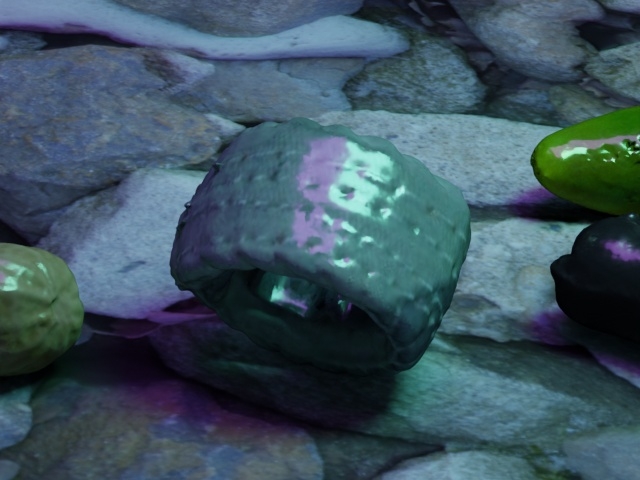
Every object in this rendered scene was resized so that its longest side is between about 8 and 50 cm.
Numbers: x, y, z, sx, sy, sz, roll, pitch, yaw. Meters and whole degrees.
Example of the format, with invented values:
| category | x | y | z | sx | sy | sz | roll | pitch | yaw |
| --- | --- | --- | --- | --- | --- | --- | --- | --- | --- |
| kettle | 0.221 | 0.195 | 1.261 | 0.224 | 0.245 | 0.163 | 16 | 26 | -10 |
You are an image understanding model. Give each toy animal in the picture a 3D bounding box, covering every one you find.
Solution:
| category | x | y | z | sx | sy | sz | roll | pitch | yaw |
| --- | --- | --- | --- | --- | --- | --- | --- | --- | --- |
| toy animal | 0.368 | 0.065 | 1.750 | 0.343 | 0.106 | 0.168 | 25 | 25 | 38 |

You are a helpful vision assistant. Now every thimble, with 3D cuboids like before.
| category | x | y | z | sx | sy | sz | roll | pitch | yaw |
| --- | --- | --- | --- | --- | --- | --- | --- | --- | --- |
| thimble | 0.000 | 0.000 | 1.699 | 0.250 | 0.205 | 0.172 | 16 | 64 | 13 |

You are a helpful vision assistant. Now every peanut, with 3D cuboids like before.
| category | x | y | z | sx | sy | sz | roll | pitch | yaw |
| --- | --- | --- | --- | --- | --- | --- | --- | --- | --- |
| peanut | -0.330 | 0.060 | 1.666 | 0.257 | 0.123 | 0.123 | -1 | 28 | -10 |

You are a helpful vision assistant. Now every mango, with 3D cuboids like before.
| category | x | y | z | sx | sy | sz | roll | pitch | yaw |
| --- | --- | --- | --- | --- | --- | --- | --- | --- | --- |
| mango | 0.327 | -0.081 | 2.039 | 0.233 | 0.111 | 0.125 | -9 | 26 | -22 |
